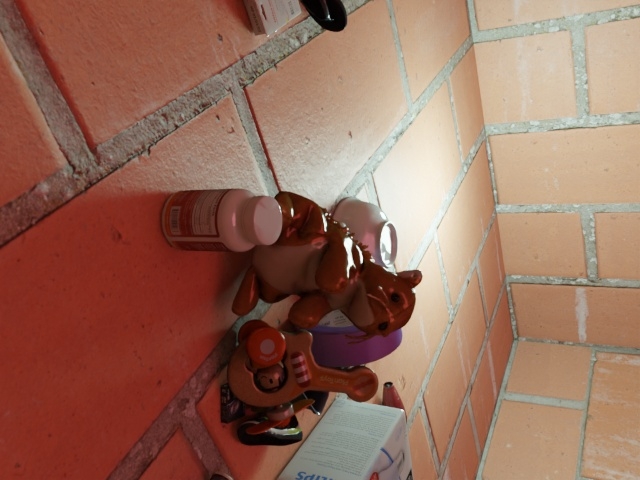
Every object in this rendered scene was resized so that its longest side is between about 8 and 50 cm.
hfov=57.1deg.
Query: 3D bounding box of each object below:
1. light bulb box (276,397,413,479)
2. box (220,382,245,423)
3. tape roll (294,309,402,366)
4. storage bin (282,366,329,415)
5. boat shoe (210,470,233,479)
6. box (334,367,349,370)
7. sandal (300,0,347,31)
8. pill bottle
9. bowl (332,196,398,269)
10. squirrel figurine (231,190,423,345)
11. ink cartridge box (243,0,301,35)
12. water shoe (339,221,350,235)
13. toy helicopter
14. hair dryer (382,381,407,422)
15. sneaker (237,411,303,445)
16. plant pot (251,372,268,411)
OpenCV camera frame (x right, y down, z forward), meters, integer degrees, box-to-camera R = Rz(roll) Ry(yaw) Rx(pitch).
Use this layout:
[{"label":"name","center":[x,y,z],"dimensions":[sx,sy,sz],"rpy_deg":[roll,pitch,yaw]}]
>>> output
[{"label":"light bulb box","center":[0.088,0.697,1.616],"dimensions":[0.361,0.225,0.358],"rpy_deg":[-39,124,-54]},{"label":"box","center":[-0.196,0.359,1.317],"dimensions":[0.067,0.018,0.084],"rpy_deg":[-3,93,-61]},{"label":"tape roll","center":[0.072,0.223,1.524],"dimensions":[0.274,0.274,0.090],"rpy_deg":[-34,119,-55]},{"label":"storage bin","center":[-0.046,0.371,1.507],"dimensions":[0.098,0.091,0.135],"rpy_deg":[-63,142,-38]},{"label":"boat shoe","center":[-0.203,0.588,1.256],"dimensions":[0.065,0.075,0.206],"rpy_deg":[-45,133,-54]},{"label":"box","center":[0.042,0.343,1.688],"dimensions":[0.052,0.062,0.083],"rpy_deg":[-49,132,-46]},{"label":"sandal","center":[-0.022,-0.638,1.530],"dimensions":[0.254,0.097,0.055],"rpy_deg":[44,52,-39]},{"label":"pill bottle","center":[-0.187,-0.038,1.125],"dimensions":[0.121,0.216,0.121],"rpy_deg":[-4,95,-60]},{"label":"bowl","center":[0.151,0.010,1.801],"dimensions":[0.297,0.134,0.298],"rpy_deg":[0,90,-60]},{"label":"squirrel figurine","center":[0.041,0.060,1.343],"dimensions":[0.397,0.370,0.281],"rpy_deg":[-71,-177,-72]},{"label":"ink cartridge box","center":[-0.122,-0.553,1.378],"dimensions":[0.181,0.061,0.104],"rpy_deg":[-55,135,-45]},{"label":"water shoe","center":[0.046,0.051,1.665],"dimensions":[0.073,0.080,0.203],"rpy_deg":[-37,123,-72]},{"label":"toy helicopter","center":[-0.037,0.321,1.321],"dimensions":[0.354,0.140,0.235],"rpy_deg":[13,86,-17]},{"label":"hair dryer","center":[0.228,0.631,2.004],"dimensions":[0.223,0.080,0.294],"rpy_deg":[30,65,-56]},{"label":"sneaker","center":[-0.125,0.435,1.410],"dimensions":[0.234,0.084,0.097],"rpy_deg":[37,35,-56]},{"label":"plant pot","center":[-0.131,0.350,1.382],"dimensions":[0.083,0.083,0.079],"rpy_deg":[-10,87,-60]}]
